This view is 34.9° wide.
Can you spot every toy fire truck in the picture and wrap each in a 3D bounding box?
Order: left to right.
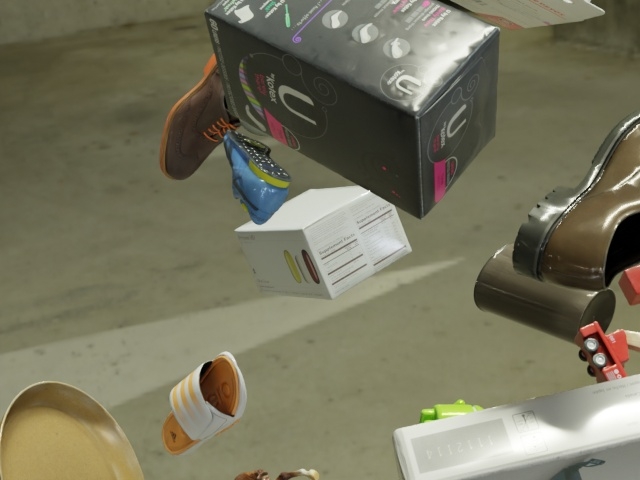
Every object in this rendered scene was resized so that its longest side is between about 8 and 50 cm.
[{"bbox_3d":[0.423,0.142,1.380,0.135,0.047,0.192,-21,65,-7],"label":"toy fire truck"}]

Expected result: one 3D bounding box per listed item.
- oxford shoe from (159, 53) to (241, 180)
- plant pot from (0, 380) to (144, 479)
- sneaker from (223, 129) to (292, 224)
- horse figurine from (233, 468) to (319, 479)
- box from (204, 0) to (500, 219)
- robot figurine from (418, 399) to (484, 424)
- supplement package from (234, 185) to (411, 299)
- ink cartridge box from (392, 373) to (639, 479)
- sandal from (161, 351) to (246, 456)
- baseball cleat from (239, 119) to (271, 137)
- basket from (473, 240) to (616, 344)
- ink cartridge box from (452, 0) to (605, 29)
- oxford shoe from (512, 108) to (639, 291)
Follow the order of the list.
[{"bbox_3d":[-0.182,-0.205,1.702,0.096,0.271,0.098,16,23,-39],"label":"oxford shoe"},{"bbox_3d":[-0.274,0.269,1.113,0.032,0.236,0.236,-27,13,18],"label":"plant pot"},{"bbox_3d":[-0.101,-0.089,1.393,0.069,0.082,0.209,16,19,-26],"label":"sneaker"},{"bbox_3d":[-0.056,0.403,1.438,0.174,0.263,0.066,-11,32,27],"label":"horse figurine"},{"bbox_3d":[0.034,-0.171,1.057,0.270,0.165,0.143,30,64,26],"label":"box"},{"bbox_3d":[0.210,0.285,1.559,0.115,0.067,0.101,1,32,-7],"label":"robot figurine"},{"bbox_3d":[0.000,0.000,1.934,0.204,0.145,0.262,-30,15,-29],"label":"supplement package"},{"bbox_3d":[0.222,0.226,0.886,0.296,0.261,0.066,-13,45,-1],"label":"ink cartridge box"},{"bbox_3d":[-0.204,0.275,1.599,0.076,0.265,0.102,-5,58,-42],"label":"sandal"},{"bbox_3d":[-0.009,-0.168,1.424,0.205,0.072,0.109,1,-8,-19],"label":"baseball cleat"},{"bbox_3d":[0.457,0.113,2.035,0.204,0.154,0.227,-19,32,-37],"label":"basket"},{"bbox_3d":[0.239,-0.302,1.178,0.115,0.067,0.198,20,-1,-24],"label":"ink cartridge box"},{"bbox_3d":[0.255,-0.032,0.814,0.096,0.083,0.227,23,56,36],"label":"oxford shoe"}]
